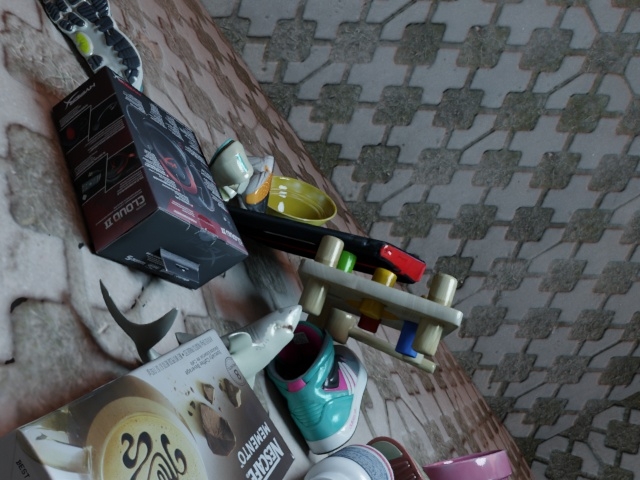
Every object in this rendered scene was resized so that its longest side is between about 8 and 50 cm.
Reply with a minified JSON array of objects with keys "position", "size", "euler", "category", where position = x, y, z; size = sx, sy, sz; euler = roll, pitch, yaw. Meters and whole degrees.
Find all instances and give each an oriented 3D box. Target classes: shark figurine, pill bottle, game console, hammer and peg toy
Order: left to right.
[{"position":[-0.161,0.133,0.744],"size":[0.116,0.166,0.278],"euler":[33,13,37],"category":"shark figurine"},{"position":[0.000,0.000,1.197],"size":[0.386,0.060,0.342],"euler":[13,-8,24],"category":"game console"},{"position":[0.033,0.354,0.840],"size":[0.108,0.108,0.180],"euler":[61,12,18],"category":"pill bottle"},{"position":[0.100,0.120,1.040],"size":[0.266,0.127,0.361],"euler":[18,-14,9],"category":"hammer and peg toy"}]

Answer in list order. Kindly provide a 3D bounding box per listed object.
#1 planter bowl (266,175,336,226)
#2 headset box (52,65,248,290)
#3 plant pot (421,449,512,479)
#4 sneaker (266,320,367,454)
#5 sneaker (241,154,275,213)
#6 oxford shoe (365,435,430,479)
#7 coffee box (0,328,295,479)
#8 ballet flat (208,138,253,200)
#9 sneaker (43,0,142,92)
[{"position":[-0.076,-0.070,1.477],"size":[0.217,0.090,0.217],"euler":[17,28,-9],"category":"planter bowl"},{"position":[-0.238,-0.071,0.864],"size":[0.293,0.110,0.218],"euler":[62,13,26],"category":"headset box"},{"position":[0.337,0.576,1.327],"size":[0.201,0.201,0.180],"euler":[32,43,-63],"category":"plant pot"},{"position":[-0.010,0.211,1.039],"size":[0.178,0.124,0.295],"euler":[64,11,-12],"category":"sneaker"},{"position":[-0.170,-0.129,1.335],"size":[0.121,0.099,0.262],"euler":[9,20,-5],"category":"sneaker"},{"position":[0.195,0.511,1.056],"size":[0.348,0.123,0.130],"euler":[64,8,27],"category":"oxford shoe"},{"position":[-0.145,0.199,0.498],"size":[0.168,0.119,0.297],"euler":[57,12,5],"category":"coffee box"},{"position":[-0.175,-0.107,1.068],"size":[0.086,0.086,0.248],"euler":[55,-21,-7],"category":"ballet flat"},{"position":[-0.408,-0.373,1.084],"size":[0.275,0.107,0.110],"euler":[62,-7,2],"category":"sneaker"}]
